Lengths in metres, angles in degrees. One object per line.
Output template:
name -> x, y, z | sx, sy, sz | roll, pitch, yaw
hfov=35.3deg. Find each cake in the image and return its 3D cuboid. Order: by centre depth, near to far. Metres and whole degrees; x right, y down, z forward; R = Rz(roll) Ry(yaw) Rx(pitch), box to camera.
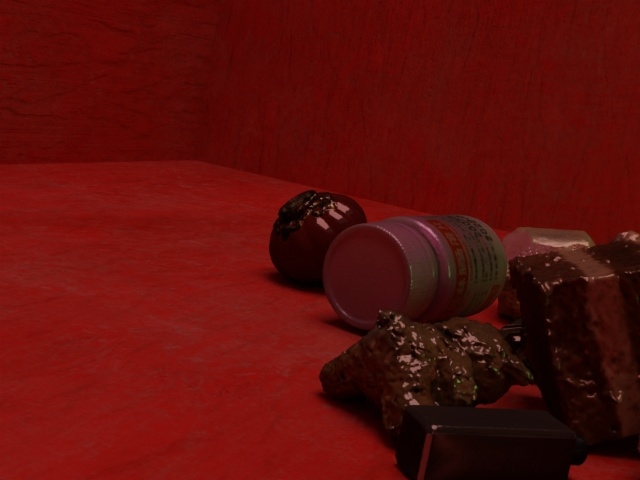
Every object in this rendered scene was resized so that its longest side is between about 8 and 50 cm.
cake -> 0.454, 0.134, 1.492 | 0.290, 0.256, 0.282 | -13, 8, 5

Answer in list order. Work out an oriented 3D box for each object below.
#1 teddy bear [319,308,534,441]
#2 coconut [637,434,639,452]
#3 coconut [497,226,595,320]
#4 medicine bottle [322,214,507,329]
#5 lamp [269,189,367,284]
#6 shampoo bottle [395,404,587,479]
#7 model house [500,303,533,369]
teddy bear -> 0.161, 0.180, 1.409 | 0.256, 0.156, 0.267 | 6, 9, -33
coconut -> 0.488, 0.260, 1.286 | 0.170, 0.183, 0.171 | 35, -17, 12
coconut -> 0.508, 0.087, 2.173 | 0.245, 0.233, 0.233 | 5, 8, 13
medicine bottle -> 0.189, 0.057, 1.957 | 0.219, 0.219, 0.388 | 17, 10, 34
lamp -> 0.000, 0.000, 2.164 | 0.226, 0.227, 0.227 | 10, 10, -2
shampoo bottle -> 0.219, 0.256, 1.241 | 0.246, 0.080, 0.079 | 6, 12, -22
model house -> 0.355, 0.163, 1.777 | 0.247, 0.176, 0.181 | -7, 11, -1
